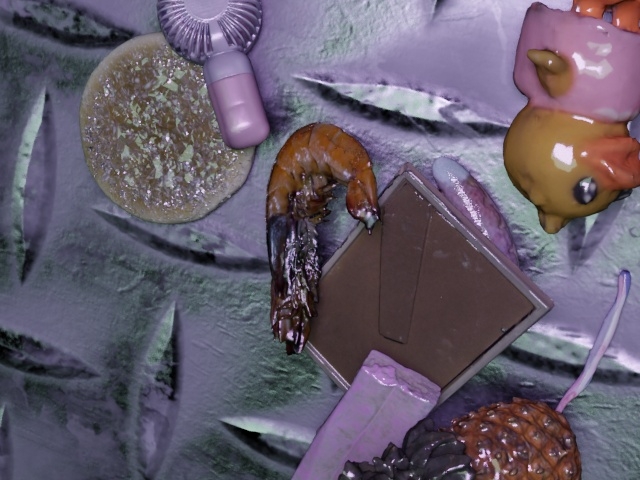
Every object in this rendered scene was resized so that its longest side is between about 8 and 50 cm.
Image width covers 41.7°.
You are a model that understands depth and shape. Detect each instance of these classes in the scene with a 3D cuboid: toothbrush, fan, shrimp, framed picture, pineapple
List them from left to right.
[{"bbox_3d":[-0.123,-0.231,1.043,0.130,0.074,0.244,-16,86,-3],"label":"fan"},{"bbox_3d":[0.000,0.000,1.014,0.222,0.054,0.290,3,88,54],"label":"shrimp"},{"bbox_3d":[0.098,0.089,1.027,0.232,0.024,0.315,46,128,9],"label":"framed picture"},{"bbox_3d":[0.145,0.277,0.984,0.310,0.170,0.141,-7,72,-23],"label":"pineapple"},{"bbox_3d":[0.327,0.160,1.036,0.027,0.021,0.269,18,106,-1],"label":"toothbrush"}]

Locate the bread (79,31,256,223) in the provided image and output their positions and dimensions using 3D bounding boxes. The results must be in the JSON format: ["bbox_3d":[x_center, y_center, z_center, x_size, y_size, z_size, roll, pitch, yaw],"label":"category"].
[{"bbox_3d":[-0.210,-0.147,1.123,0.266,0.040,0.267,3,102,15],"label":"bread"}]

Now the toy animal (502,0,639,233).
[{"bbox_3d":[0.281,-0.144,0.923,0.169,0.195,0.281,14,103,54],"label":"toy animal"}]

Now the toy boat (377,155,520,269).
[{"bbox_3d":[0.156,0.019,1.025,0.155,0.085,0.227,-25,93,18],"label":"toy boat"}]

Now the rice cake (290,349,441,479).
[{"bbox_3d":[0.045,0.267,1.088,0.106,0.050,0.298,32,124,8],"label":"rice cake"}]
